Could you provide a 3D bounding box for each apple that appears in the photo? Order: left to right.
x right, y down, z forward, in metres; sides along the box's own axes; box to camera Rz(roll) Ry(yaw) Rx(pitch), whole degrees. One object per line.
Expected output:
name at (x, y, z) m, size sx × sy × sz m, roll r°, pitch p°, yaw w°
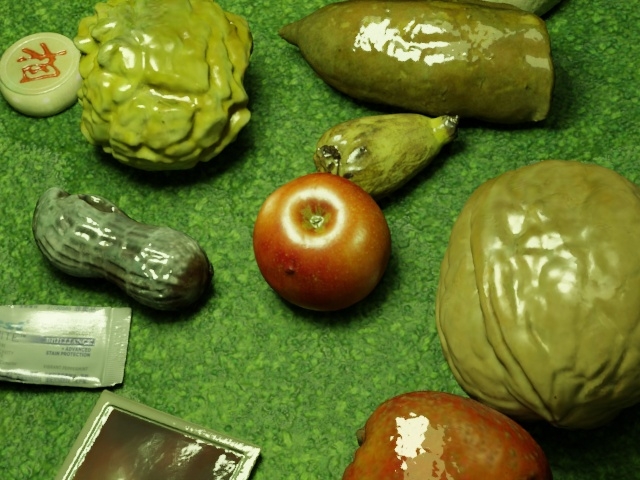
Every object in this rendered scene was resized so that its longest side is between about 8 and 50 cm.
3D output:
apple at (0.000, 0.000, 1.820) m, size 0.163 × 0.139 × 0.163 m, roll -4°, pitch 54°, yaw 5°

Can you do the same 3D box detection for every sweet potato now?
sweet potato at (0.115, -0.235, 1.954) m, size 0.369 × 0.158 × 0.158 m, roll 6°, pitch 58°, yaw 10°

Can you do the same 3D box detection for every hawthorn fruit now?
hawthorn fruit at (0.154, 0.264, 1.586) m, size 0.262 × 0.210 × 0.211 m, roll 14°, pitch 60°, yaw 10°

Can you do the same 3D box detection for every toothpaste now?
toothpaste at (-0.371, 0.123, 1.850) m, size 0.282 × 0.068 × 0.099 m, roll 2°, pitch 84°, yaw 2°

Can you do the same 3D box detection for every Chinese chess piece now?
Chinese chess piece at (-0.374, -0.224, 2.079) m, size 0.122 × 0.051 × 0.122 m, roll -4°, pitch 56°, yaw 7°

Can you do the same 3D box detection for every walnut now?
walnut at (0.261, 0.062, 1.668) m, size 0.277 × 0.252 × 0.313 m, roll 0°, pitch 50°, yaw 11°

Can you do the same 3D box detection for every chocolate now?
chocolate at (-0.246, 0.013, 1.874) m, size 0.248 × 0.110 × 0.110 m, roll 23°, pitch 63°, yaw 22°

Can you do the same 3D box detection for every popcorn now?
popcorn at (-0.203, -0.201, 1.951) m, size 0.249 × 0.225 × 0.249 m, roll 13°, pitch 52°, yaw -17°

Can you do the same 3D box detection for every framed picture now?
framed picture at (-0.216, 0.322, 1.716) m, size 0.211 × 0.020 × 0.290 m, roll 18°, pitch 61°, yaw 18°

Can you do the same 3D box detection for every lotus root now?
lotus root at (0.084, -0.109, 1.913) m, size 0.190 × 0.094 × 0.108 m, roll -18°, pitch 72°, yaw -15°

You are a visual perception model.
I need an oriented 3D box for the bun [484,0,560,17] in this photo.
bun at (0.238, -0.384, 2.045) m, size 0.178 × 0.128 × 0.193 m, roll -40°, pitch 58°, yaw -15°
